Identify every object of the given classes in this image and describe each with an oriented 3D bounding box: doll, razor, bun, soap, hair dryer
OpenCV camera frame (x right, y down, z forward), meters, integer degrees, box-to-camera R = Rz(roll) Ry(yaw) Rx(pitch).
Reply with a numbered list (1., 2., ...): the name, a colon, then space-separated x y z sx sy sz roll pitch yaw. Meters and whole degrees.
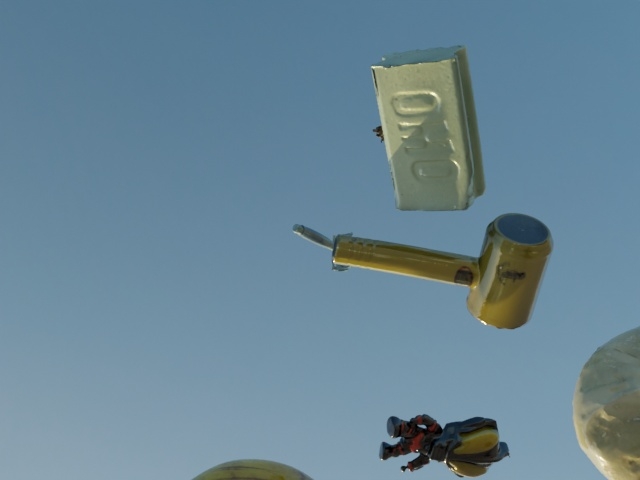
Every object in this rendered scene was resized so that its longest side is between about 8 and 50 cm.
1. doll: 0.234 0.379 1.623 0.249 0.088 0.127 12 -40 -16
2. razor: 0.000 0.000 1.453 0.040 0.068 0.135 -14 -27 36
3. bun: 0.341 0.166 0.857 0.183 0.102 0.183 3 -103 -13
4. soap: 0.138 -0.138 1.118 0.063 0.115 0.198 -47 -50 -52
5. hair dryer: 0.155 0.023 1.167 0.279 0.090 0.135 9 -53 3

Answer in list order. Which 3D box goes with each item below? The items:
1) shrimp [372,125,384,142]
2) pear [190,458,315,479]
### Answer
1. shrimp: 0.154 -0.152 1.487 0.190 0.042 0.101 24 -110 -42
2. pear: -0.095 0.437 1.223 0.281 0.281 0.280 -12 -58 -19
